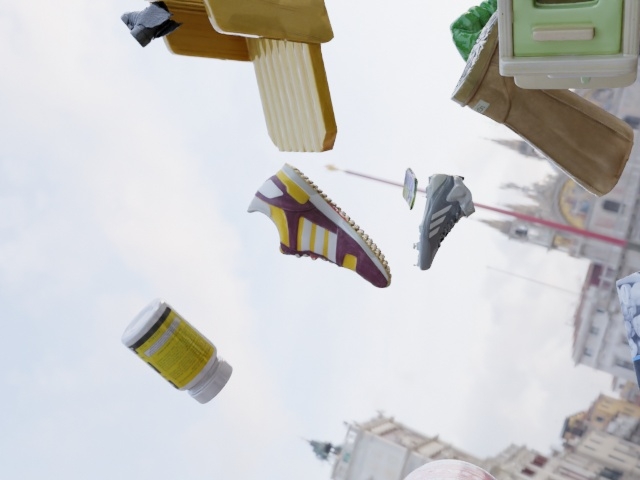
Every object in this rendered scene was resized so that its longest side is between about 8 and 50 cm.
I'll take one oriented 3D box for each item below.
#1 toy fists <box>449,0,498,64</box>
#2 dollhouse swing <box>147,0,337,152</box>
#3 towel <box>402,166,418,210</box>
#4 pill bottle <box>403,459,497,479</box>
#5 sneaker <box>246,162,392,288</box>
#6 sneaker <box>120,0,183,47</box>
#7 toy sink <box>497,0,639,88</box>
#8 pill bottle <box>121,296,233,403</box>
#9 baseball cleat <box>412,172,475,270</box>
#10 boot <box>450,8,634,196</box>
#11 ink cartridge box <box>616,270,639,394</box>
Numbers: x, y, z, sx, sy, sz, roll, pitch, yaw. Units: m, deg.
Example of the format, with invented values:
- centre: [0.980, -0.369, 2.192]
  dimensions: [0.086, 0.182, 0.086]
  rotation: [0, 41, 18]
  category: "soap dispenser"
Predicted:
- centre: [0.380, -0.397, 1.441]
  dimensions: [0.096, 0.279, 0.142]
  rotation: [85, 171, -56]
  category: "toy fists"
- centre: [-0.157, -0.324, 1.464]
  dimensions: [0.315, 0.346, 0.305]
  rotation: [-1, -83, -26]
  category: "dollhouse swing"
- centre: [0.157, -0.091, 1.364]
  dimensions: [0.083, 0.009, 0.060]
  rotation: [-100, 16, -69]
  category: "towel"
- centre: [0.212, 0.485, 1.265]
  dimensions: [0.407, 0.228, 0.229]
  rotation: [36, -107, -76]
  category: "pill bottle"
- centre: [0.000, 0.000, 0.892]
  dimensions: [0.084, 0.185, 0.069]
  rotation: [-45, -3, 7]
  category: "sneaker"
- centre: [-0.321, -0.417, 1.464]
  dimensions: [0.089, 0.170, 0.051]
  rotation: [-41, -51, 4]
  category: "sneaker"
- centre: [0.288, -0.263, 0.888]
  dimensions: [0.131, 0.152, 0.234]
  rotation: [-58, -34, -50]
  category: "toy sink"
- centre: [-0.280, 0.221, 1.533]
  dimensions: [0.208, 0.119, 0.119]
  rotation: [45, -121, -16]
  category: "pill bottle"
- centre: [0.244, -0.037, 1.510]
  dimensions: [0.072, 0.109, 0.206]
  rotation: [58, -140, -71]
  category: "baseball cleat"
- centre: [0.350, -0.225, 1.165]
  dimensions: [0.236, 0.269, 0.089]
  rotation: [-62, 5, -17]
  category: "boot"
- centre: [0.538, 0.127, 1.135]
  dimensions: [0.045, 0.208, 0.207]
  rotation: [6, -113, -22]
  category: "ink cartridge box"
